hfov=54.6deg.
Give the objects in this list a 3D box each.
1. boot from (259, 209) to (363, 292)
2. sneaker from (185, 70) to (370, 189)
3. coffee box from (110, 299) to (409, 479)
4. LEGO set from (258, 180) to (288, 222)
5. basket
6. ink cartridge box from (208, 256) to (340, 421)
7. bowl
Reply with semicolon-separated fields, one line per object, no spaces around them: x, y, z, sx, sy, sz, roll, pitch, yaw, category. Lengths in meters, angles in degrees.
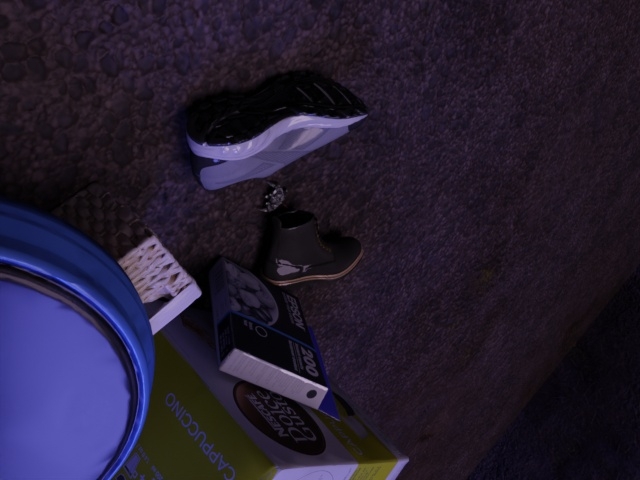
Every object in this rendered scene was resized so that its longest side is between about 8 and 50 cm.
0.000;0.000;0.986;0.198;0.077;0.137;-22;139;-36;boot
-0.054;-0.143;0.811;0.272;0.100;0.108;-23;149;-30;sneaker
-0.149;0.330;0.882;0.338;0.338;0.334;-56;144;6;coffee box
-0.063;-0.055;0.922;0.054;0.023;0.083;-49;144;-5;LEGO set
-0.231;0.023;0.683;0.113;0.167;0.103;-40;138;-17;basket
-0.058;0.136;0.877;0.208;0.206;0.045;32;109;-30;ink cartridge box
-0.342;0.143;0.545;0.391;0.077;0.391;-12;124;-18;bowl
